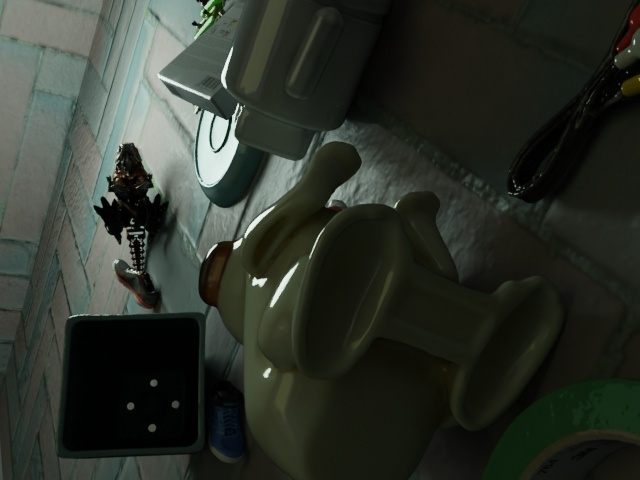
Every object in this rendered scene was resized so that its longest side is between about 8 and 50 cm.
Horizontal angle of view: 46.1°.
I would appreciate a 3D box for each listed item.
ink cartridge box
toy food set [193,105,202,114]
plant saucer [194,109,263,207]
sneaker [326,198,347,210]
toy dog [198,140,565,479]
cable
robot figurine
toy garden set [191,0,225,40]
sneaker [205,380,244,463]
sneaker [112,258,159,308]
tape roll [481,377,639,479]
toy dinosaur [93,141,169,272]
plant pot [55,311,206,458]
[{"bbox_3d":[-0.169,-0.358,1.454,0.239,0.060,0.275,-45,37,-10],"label":"ink cartridge box"},{"bbox_3d":[-0.260,-0.357,1.704,0.132,0.038,0.192,-61,29,16],"label":"toy food set"},{"bbox_3d":[-0.190,-0.226,1.531,0.317,0.044,0.317,-27,58,55],"label":"plant saucer"},{"bbox_3d":[0.000,0.000,1.135,0.152,0.054,0.061,-47,33,34],"label":"sneaker"},{"bbox_3d":[0.016,0.091,0.875,0.408,0.284,0.395,41,115,63],"label":"toy dog"},{"bbox_3d":[0.261,-0.150,0.708,0.287,0.072,0.139,-39,44,49],"label":"cable"},{"bbox_3d":[-0.021,-0.301,1.107,0.300,0.200,0.353,-109,38,-62],"label":"robot figurine"},{"bbox_3d":[-0.247,-0.482,1.664,0.204,0.049,0.244,-24,52,54],"label":"toy garden set"},{"bbox_3d":[-0.162,0.306,1.300,0.152,0.058,0.084,-118,38,-56],"label":"sneaker"},{"bbox_3d":[-0.439,0.092,1.817,0.158,0.061,0.065,46,109,18],"label":"sneaker"},{"bbox_3d":[0.253,0.271,0.588,0.321,0.077,0.321,-26,59,54],"label":"tape roll"},{"bbox_3d":[-0.457,-0.077,1.875,0.322,0.164,0.218,66,172,-16],"label":"toy dinosaur"},{"bbox_3d":[-0.333,0.289,1.414,0.252,0.248,0.247,102,166,-68],"label":"plant pot"}]
